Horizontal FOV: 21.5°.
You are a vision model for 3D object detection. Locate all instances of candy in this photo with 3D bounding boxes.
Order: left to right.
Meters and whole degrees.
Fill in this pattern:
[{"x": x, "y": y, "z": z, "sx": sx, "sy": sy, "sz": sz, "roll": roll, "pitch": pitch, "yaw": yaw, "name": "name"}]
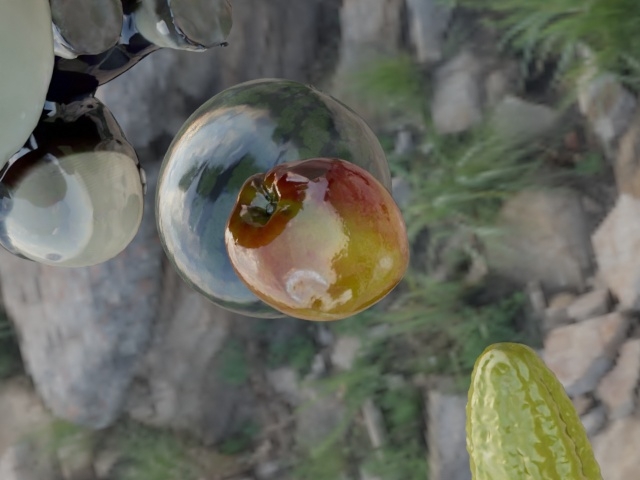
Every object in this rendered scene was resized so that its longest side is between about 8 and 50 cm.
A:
[{"x": 0.155, "y": 0.165, "z": 1.217, "sx": 0.106, "sy": 0.094, "sz": 0.199, "roll": 8, "pitch": 117, "yaw": 53, "name": "candy"}]

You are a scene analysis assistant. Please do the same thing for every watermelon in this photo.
[{"x": -0.041, "y": -0.034, "z": 1.474, "sx": 0.212, "sy": 0.212, "sz": 0.212, "roll": 18, "pitch": 114, "yaw": 49, "name": "watermelon"}]

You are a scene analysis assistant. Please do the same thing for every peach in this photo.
[{"x": 0.000, "y": 0.001, "z": 0.985, "sx": 0.100, "sy": 0.100, "sz": 0.101, "roll": 18, "pitch": 114, "yaw": 49, "name": "peach"}]

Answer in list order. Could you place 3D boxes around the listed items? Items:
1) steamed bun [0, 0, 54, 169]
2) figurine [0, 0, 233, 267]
[{"x": -0.298, "y": -0.152, "z": 0.727, "sx": 0.309, "sy": 0.219, "sz": 0.324, "roll": -3, "pitch": 93, "yaw": 20, "name": "steamed bun"}, {"x": -0.208, "y": -0.147, "z": 0.991, "sx": 0.412, "sy": 0.241, "sz": 0.306, "roll": 29, "pitch": 134, "yaw": 40, "name": "figurine"}]
